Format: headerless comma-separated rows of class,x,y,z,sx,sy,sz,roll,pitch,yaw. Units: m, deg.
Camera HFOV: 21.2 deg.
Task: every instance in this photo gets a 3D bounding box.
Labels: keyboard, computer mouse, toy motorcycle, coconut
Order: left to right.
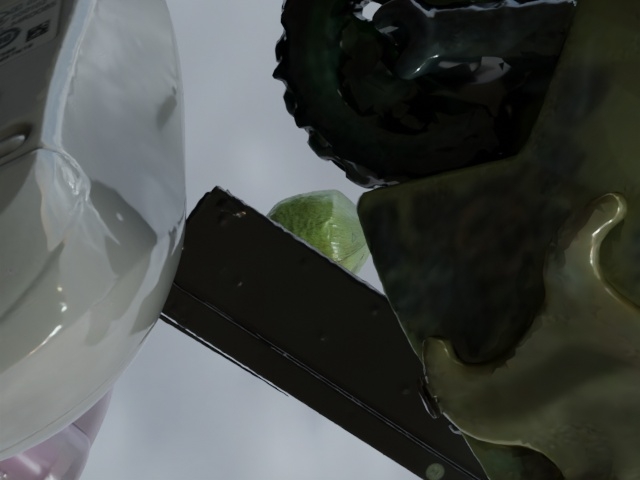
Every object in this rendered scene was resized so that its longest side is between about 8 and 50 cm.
computer mouse,-0.132,-0.012,0.701,0.184,0.121,0.297,-29,-149,11
coconut,0.000,0.000,1.355,0.096,0.088,0.088,-6,-103,8
keyboard,0.023,0.061,0.847,0.072,0.231,0.023,-55,-171,11
toy motorcycle,0.145,0.027,0.670,0.237,0.169,0.410,-26,-94,28

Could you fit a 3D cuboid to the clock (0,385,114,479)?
clock,-0.336,0.194,1.793,0.295,0.113,0.322,-34,-155,31
